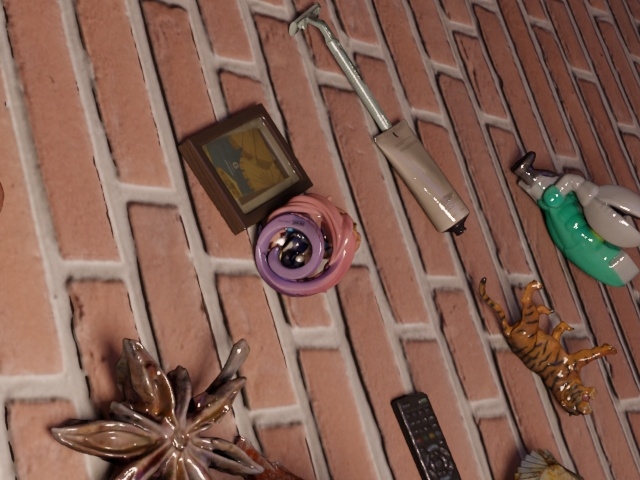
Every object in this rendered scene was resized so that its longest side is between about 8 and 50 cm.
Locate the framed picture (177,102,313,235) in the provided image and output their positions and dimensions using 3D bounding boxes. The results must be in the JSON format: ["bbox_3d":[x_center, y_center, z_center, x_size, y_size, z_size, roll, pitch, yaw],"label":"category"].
[{"bbox_3d":[-0.089,-0.091,1.502,0.128,0.023,0.168,57,36,-2],"label":"framed picture"}]

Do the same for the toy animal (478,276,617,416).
[{"bbox_3d":[0.306,0.137,1.761,0.255,0.114,0.116,40,83,-17],"label":"toy animal"}]

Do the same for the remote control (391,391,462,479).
[{"bbox_3d":[0.152,0.304,1.501,0.063,0.025,0.245,-6,70,-50],"label":"remote control"}]

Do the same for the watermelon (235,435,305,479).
[{"bbox_3d":[-0.033,0.291,1.282,0.158,0.121,0.098,24,4,29],"label":"watermelon"}]

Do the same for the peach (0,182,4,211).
[{"bbox_3d":[-0.336,-0.040,1.133,0.083,0.083,0.083,29,45,-34],"label":"peach"}]

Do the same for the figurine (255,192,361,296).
[{"bbox_3d":[-0.003,-0.008,1.471,0.157,0.126,0.114,-42,129,-53],"label":"figurine"}]

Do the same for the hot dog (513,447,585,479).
[{"bbox_3d":[0.325,0.386,1.602,0.270,0.082,0.162,43,47,-32],"label":"hot dog"}]

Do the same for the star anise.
[{"bbox_3d":[-0.144,0.189,1.182,0.231,0.089,0.209,-17,90,-47],"label":"star anise"}]

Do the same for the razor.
[{"bbox_3d":[0.041,-0.244,1.754,0.211,0.036,0.084,51,39,-9],"label":"razor"}]

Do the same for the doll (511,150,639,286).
[{"bbox_3d":[0.436,-0.044,1.972,0.258,0.153,0.195,42,11,-28],"label":"doll"}]

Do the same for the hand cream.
[{"bbox_3d":[0.152,-0.086,1.761,0.186,0.054,0.087,55,43,0],"label":"hand cream"}]
